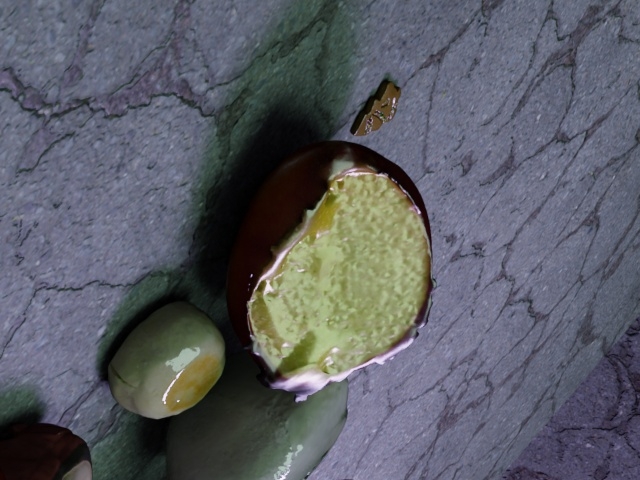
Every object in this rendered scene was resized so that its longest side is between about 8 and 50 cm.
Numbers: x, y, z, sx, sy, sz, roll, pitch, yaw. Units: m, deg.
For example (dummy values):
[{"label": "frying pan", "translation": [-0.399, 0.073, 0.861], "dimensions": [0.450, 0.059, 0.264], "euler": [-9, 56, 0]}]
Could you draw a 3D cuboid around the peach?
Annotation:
[{"label": "peach", "translation": [0.000, 0.000, 1.851], "dimensions": [0.257, 0.201, 0.362], "euler": [-10, 127, -14]}]

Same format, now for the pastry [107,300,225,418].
[{"label": "pastry", "translation": [-0.189, 0.152, 1.844], "dimensions": [0.156, 0.092, 0.156], "euler": [-33, 145, -27]}]

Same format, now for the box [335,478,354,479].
[{"label": "box", "translation": [0.001, 0.557, 2.167], "dimensions": [0.312, 0.314, 0.300], "euler": [-52, 157, 10]}]

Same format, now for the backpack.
[{"label": "backpack", "translation": [-0.359, 0.326, 1.727], "dimensions": [0.229, 0.138, 0.229], "euler": [-62, 171, -18]}]

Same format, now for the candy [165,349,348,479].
[{"label": "candy", "translation": [-0.097, 0.251, 1.998], "dimensions": [0.295, 0.185, 0.295], "euler": [-44, -170, 10]}]

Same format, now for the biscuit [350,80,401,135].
[{"label": "biscuit", "translation": [0.074, -0.169, 1.963], "dimensions": [0.092, 0.016, 0.082], "euler": [-45, 157, -21]}]

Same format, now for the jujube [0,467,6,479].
[{"label": "jujube", "translation": [-0.443, 0.285, 1.366], "dimensions": [0.276, 0.276, 0.377], "euler": [-56, 169, 8]}]
